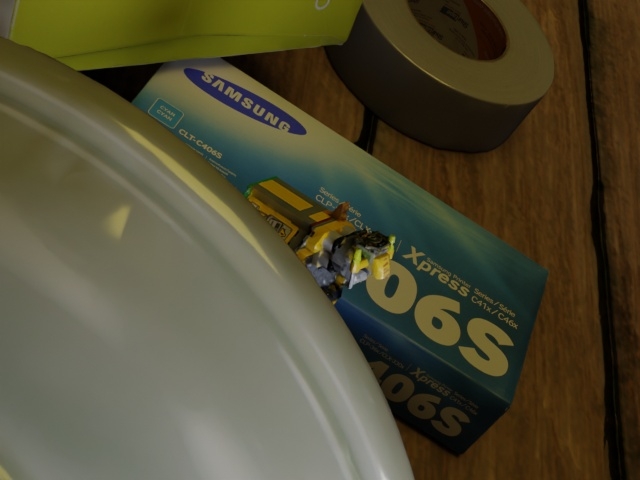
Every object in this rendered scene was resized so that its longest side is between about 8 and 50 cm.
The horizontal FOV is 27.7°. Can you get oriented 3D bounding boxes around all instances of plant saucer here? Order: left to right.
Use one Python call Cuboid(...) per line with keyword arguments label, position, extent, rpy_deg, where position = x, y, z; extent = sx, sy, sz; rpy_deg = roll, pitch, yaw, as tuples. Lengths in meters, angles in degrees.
Cuboid(label="plant saucer", position=(-0.158, 0.114, 0.516), extent=(0.400, 0.400, 0.100), rpy_deg=(39, 36, 3))

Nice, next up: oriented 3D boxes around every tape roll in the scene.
Cuboid(label="tape roll", position=(0.113, -0.189, 1.241), extent=(0.219, 0.072, 0.219), rpy_deg=(19, 45, -20))

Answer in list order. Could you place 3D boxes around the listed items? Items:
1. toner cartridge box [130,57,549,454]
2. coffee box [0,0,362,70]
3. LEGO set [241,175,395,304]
Cuboid(label="toner cartridge box", position=(0.000, 0.000, 0.989), extent=(0.348, 0.075, 0.165), rpy_deg=(32, 40, -5))
Cuboid(label="coffee box", position=(-0.141, -0.357, 0.971), extent=(0.338, 0.337, 0.334), rpy_deg=(-12, 45, -42))
Cuboid(label="LEGO set", position=(-0.058, 0.119, 0.705), extent=(0.192, 0.255, 0.331), rpy_deg=(33, 27, 32))
